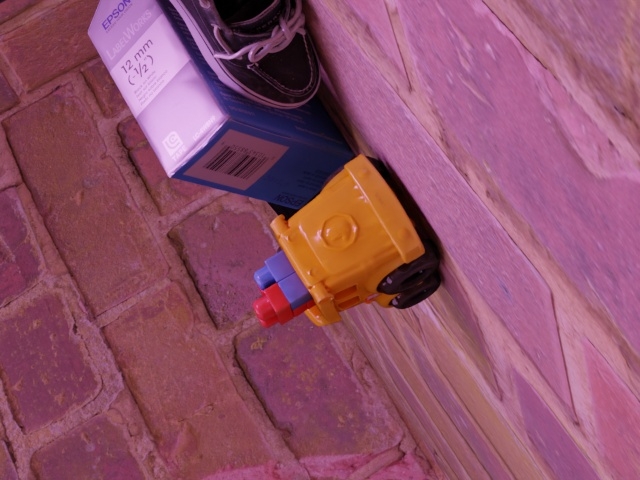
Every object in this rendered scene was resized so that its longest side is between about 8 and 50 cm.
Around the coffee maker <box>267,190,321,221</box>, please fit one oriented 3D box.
[{"bbox_3d":[-0.017,-0.051,1.784,0.178,0.120,0.171,50,-157,-26],"label":"coffee maker"}]

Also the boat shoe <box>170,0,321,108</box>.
[{"bbox_3d":[-0.070,-0.235,1.370,0.105,0.113,0.306,28,161,43],"label":"boat shoe"}]

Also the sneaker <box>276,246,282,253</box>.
[{"bbox_3d":[0.000,0.000,2.061,0.087,0.130,0.227,57,173,9],"label":"sneaker"}]

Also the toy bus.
[{"bbox_3d":[0.017,0.031,1.515,0.149,0.211,0.220,56,177,18],"label":"toy bus"}]

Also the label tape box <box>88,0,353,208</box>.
[{"bbox_3d":[-0.142,-0.214,1.599,0.249,0.115,0.348,11,-141,-54],"label":"label tape box"}]

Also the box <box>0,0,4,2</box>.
[{"bbox_3d":[-0.280,-0.414,1.267,0.294,0.296,0.183,56,174,42],"label":"box"}]

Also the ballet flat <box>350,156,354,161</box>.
[{"bbox_3d":[-0.007,-0.151,1.689,0.168,0.057,0.052,55,147,10],"label":"ballet flat"}]
